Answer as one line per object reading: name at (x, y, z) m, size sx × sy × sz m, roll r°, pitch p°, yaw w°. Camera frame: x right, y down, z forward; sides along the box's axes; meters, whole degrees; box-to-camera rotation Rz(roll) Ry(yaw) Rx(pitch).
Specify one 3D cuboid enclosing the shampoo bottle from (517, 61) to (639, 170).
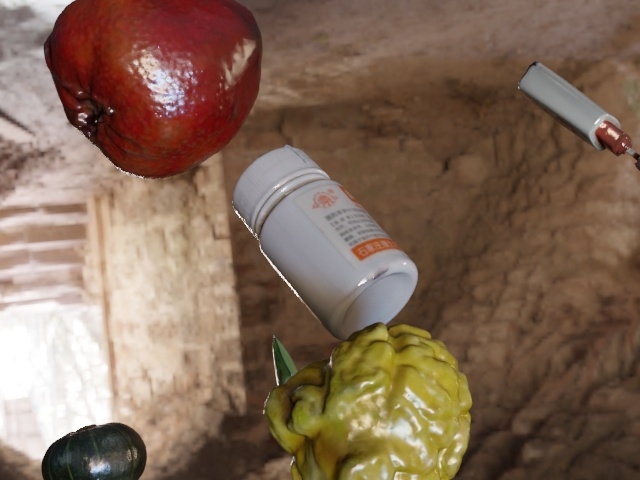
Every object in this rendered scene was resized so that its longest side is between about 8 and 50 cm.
shampoo bottle at (0.495, -0.218, 1.983) m, size 0.071 × 0.284 × 0.153 m, roll -50°, pitch 159°, yaw 8°

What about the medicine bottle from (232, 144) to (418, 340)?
medicine bottle at (0.000, 0.000, 1.392) m, size 0.145 × 0.144 × 0.252 m, roll -4°, pitch -138°, yaw -49°

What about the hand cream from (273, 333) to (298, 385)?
hand cream at (-0.053, 0.249, 1.861) m, size 0.046 × 0.095 × 0.175 m, roll -20°, pitch 137°, yaw -6°

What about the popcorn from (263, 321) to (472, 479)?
popcorn at (0.051, 0.194, 1.146) m, size 0.200 × 0.225 × 0.203 m, roll -11°, pitch -165°, yaw -26°

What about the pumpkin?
pumpkin at (-0.360, 0.355, 1.714) m, size 0.167 × 0.125 × 0.167 m, roll -21°, pitch -173°, yaw 3°

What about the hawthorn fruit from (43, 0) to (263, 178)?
hawthorn fruit at (-0.197, -0.231, 1.431) m, size 0.265 × 0.265 × 0.307 m, roll -7°, pitch -155°, yaw 45°
